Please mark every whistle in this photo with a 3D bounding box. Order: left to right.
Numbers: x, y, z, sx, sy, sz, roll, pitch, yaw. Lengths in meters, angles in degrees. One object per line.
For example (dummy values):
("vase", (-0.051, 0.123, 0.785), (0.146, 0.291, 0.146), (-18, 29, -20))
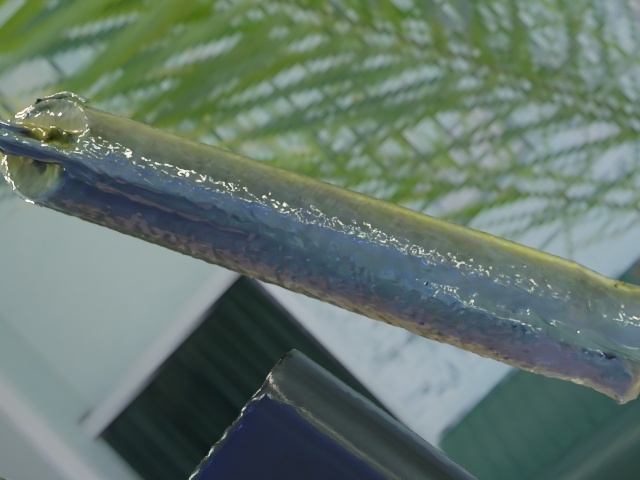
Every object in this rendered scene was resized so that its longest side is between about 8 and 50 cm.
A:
("whistle", (0.000, -0.001, 0.884), (0.068, 0.326, 0.057), (110, 179, -86))

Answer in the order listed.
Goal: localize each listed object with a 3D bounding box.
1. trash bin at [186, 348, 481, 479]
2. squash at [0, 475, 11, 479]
("trash bin", (0.037, 0.152, 0.441), (0.165, 0.225, 0.115), (-52, -2, -3))
("squash", (-0.176, 0.154, 0.748), (0.193, 0.193, 0.156), (121, 172, -76))
